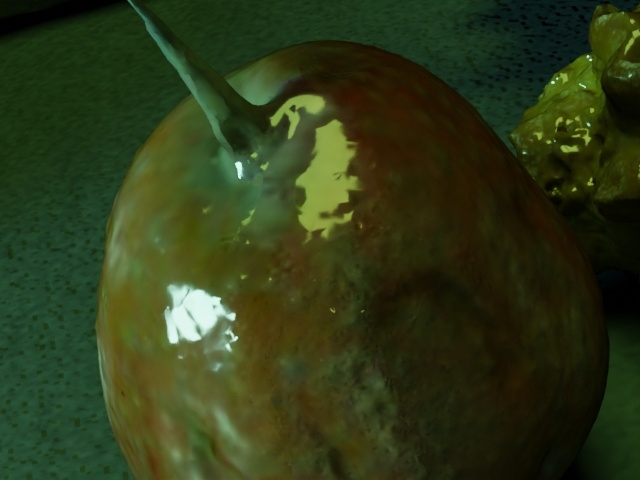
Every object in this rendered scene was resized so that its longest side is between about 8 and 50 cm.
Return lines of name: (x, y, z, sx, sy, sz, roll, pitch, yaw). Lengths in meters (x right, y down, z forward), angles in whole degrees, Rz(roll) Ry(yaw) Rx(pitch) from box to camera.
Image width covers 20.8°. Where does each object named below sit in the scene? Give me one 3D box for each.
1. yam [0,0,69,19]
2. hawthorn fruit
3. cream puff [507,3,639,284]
yam: (-0.130, -0.145, 0.874, 0.274, 0.061, 0.061, -18, 32, -2)
hawthorn fruit: (0.009, 0.016, 0.462, 0.149, 0.189, 0.149, 1, 59, -2)
cream puff: (0.119, -0.036, 0.559, 0.116, 0.122, 0.094, 13, 25, -35)
